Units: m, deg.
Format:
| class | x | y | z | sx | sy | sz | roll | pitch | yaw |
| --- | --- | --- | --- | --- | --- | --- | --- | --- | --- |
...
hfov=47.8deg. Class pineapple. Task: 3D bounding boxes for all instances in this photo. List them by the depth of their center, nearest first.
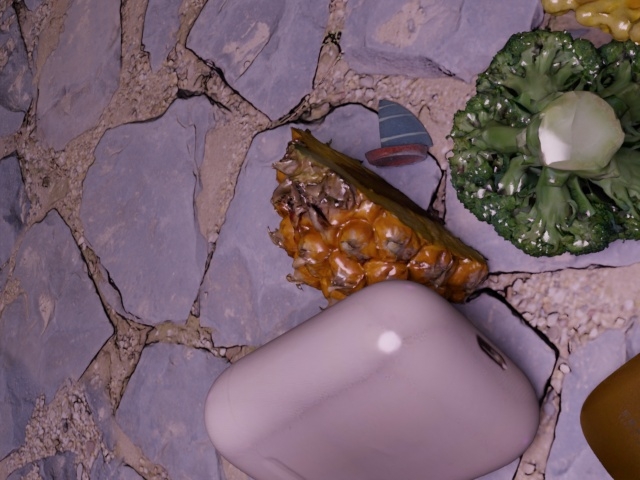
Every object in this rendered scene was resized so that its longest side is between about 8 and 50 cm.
| class | x | y | z | sx | sy | sz | roll | pitch | yaw |
| --- | --- | --- | --- | --- | --- | --- | --- | --- | --- |
| pineapple | -0.002 | -0.001 | 0.930 | 0.344 | 0.286 | 0.209 | 43 | 108 | 38 |

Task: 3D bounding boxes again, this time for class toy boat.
| class | x | y | z | sx | sy | sz | roll | pitch | yaw |
| --- | --- | --- | --- | --- | --- | --- | --- | --- | --- |
| toy boat | 0.110 | -0.164 | 1.035 | 0.096 | 0.034 | 0.122 | -6 | 60 | 9 |

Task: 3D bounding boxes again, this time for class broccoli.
| class | x | y | z | sx | sy | sz | roll | pitch | yaw |
| --- | --- | --- | --- | --- | --- | --- | --- | --- | --- |
| broccoli | 0.261 | -0.107 | 0.754 | 0.270 | 0.270 | 0.270 | 1 | 92 | 15 |

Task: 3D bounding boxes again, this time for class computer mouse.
| class | x | y | z | sx | sy | sz | roll | pitch | yaw |
| --- | --- | --- | --- | --- | --- | --- | --- | --- | --- |
| computer mouse | 0.379 | 0.159 | 0.733 | 0.245 | 0.056 | 0.126 | -43 | 58 | 23 |

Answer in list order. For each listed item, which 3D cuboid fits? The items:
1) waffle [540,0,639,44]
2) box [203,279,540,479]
| class | x | y | z | sx | sy | sz | roll | pitch | yaw |
| --- | --- | --- | --- | --- | --- | --- | --- | --- | --- |
| waffle | 0.392 | -0.300 | 0.737 | 0.307 | 0.060 | 0.312 | 17 | 63 | 30 |
| box | 0.055 | 0.202 | 0.851 | 0.349 | 0.288 | 0.141 | -34 | 30 | 29 |
